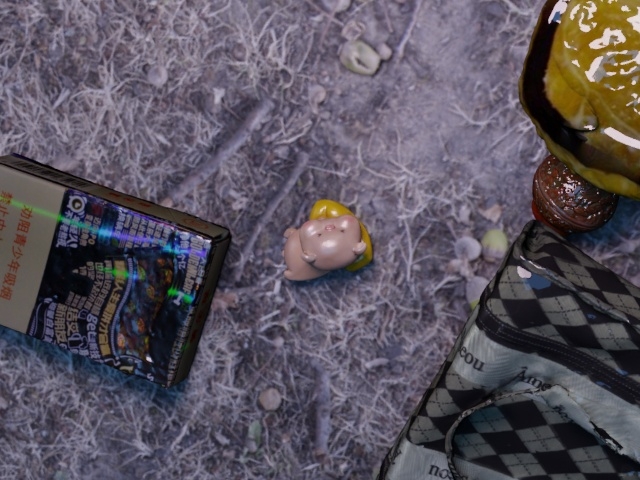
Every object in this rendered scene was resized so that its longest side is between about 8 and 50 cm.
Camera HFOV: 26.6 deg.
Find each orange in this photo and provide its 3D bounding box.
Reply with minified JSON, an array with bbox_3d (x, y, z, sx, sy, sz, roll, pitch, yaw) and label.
[{"bbox_3d":[0.393,-0.203,1.393,0.368,0.210,0.271,-49,62,13],"label":"orange"}]

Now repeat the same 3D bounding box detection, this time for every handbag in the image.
[{"bbox_3d":[0.263,0.227,1.502,0.317,0.180,0.416,30,114,4],"label":"handbag"}]

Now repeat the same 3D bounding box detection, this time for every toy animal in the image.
[{"bbox_3d":[0.000,0.000,1.583,0.114,0.082,0.091,-12,94,15],"label":"toy animal"}]

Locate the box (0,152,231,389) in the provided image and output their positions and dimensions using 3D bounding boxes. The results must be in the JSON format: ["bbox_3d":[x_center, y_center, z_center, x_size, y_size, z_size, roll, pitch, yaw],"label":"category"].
[{"bbox_3d":[-0.285,0.033,1.652,0.310,0.084,0.198,20,101,10],"label":"box"}]

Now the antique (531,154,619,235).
[{"bbox_3d":[0.284,-0.056,1.500,0.104,0.104,0.104,2,98,13],"label":"antique"}]
